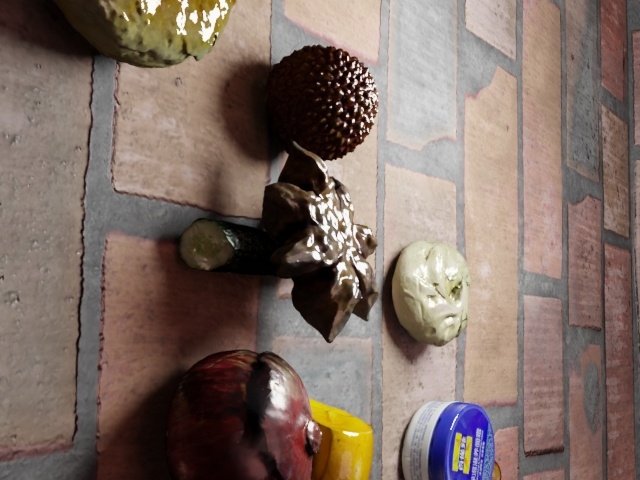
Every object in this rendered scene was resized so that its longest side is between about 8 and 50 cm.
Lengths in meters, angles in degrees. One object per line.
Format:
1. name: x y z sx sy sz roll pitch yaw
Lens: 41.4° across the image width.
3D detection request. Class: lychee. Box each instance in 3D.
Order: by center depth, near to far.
1. lychee: 0.005 -0.213 1.306 0.188 0.188 0.188 7 82 -54

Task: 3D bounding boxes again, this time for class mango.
1. mango: -0.006 0.381 1.254 0.138 0.187 0.257 15 95 -17

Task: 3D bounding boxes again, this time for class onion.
1. onion: -0.094 0.261 1.115 0.246 0.190 0.246 -9 90 -72

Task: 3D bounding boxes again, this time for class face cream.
1. face cream: 0.247 0.416 1.647 0.206 0.111 0.206 7 81 -53

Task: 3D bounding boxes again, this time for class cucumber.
1. cucumber: -0.099 0.016 1.227 0.241 0.074 0.074 10 79 -56

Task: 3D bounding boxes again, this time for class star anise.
1. star anise: 0.007 0.018 1.229 0.315 0.108 0.315 54 22 -34

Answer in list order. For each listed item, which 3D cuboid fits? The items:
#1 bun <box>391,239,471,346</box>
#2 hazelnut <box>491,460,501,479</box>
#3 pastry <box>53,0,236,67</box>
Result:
1. bun: 0.231 0.099 1.646 0.237 0.116 0.210 -20 104 -53
2. hazelnut: 0.350 0.499 1.819 0.086 0.086 0.086 7 82 -54
3. pastry: -0.223 -0.372 1.029 0.329 0.136 0.330 3 87 -54
